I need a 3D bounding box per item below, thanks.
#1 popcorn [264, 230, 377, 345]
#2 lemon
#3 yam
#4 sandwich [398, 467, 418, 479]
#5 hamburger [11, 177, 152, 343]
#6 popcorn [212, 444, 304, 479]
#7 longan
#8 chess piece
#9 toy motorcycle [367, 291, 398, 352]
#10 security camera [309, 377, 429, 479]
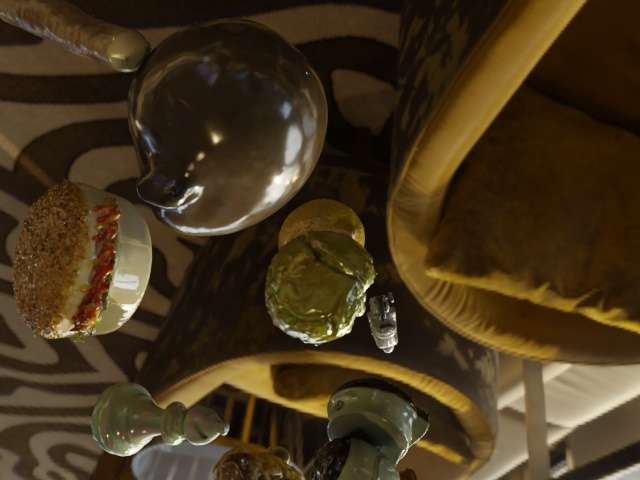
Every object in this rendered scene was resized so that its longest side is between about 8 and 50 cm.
[{"bbox_3d":[-0.003,0.084,1.453,0.204,0.221,0.183,34,157,16],"label":"popcorn"},{"bbox_3d":[0.000,0.000,1.715,0.187,0.186,0.244,30,159,-24],"label":"lemon"},{"bbox_3d":[-0.337,-0.288,1.035,0.300,0.066,0.066,28,151,33],"label":"yam"},{"bbox_3d":[0.187,0.687,2.063,0.212,0.245,0.063,35,118,-25],"label":"sandwich"},{"bbox_3d":[-0.425,0.034,1.327,0.179,0.276,0.294,13,174,-44],"label":"hamburger"},{"bbox_3d":[-0.091,0.418,1.244,0.194,0.163,0.140,41,92,2],"label":"popcorn"},{"bbox_3d":[-0.119,-0.136,0.956,0.243,0.300,0.300,22,142,12],"label":"longan"},{"bbox_3d":[-0.286,0.340,1.440,0.272,0.139,0.139,-3,140,30],"label":"chess piece"},{"bbox_3d":[0.158,0.212,1.966,0.074,0.151,0.228,-11,173,-2],"label":"toy motorcycle"},{"bbox_3d":[0.083,0.433,1.544,0.191,0.277,0.197,34,132,-11],"label":"security camera"}]
